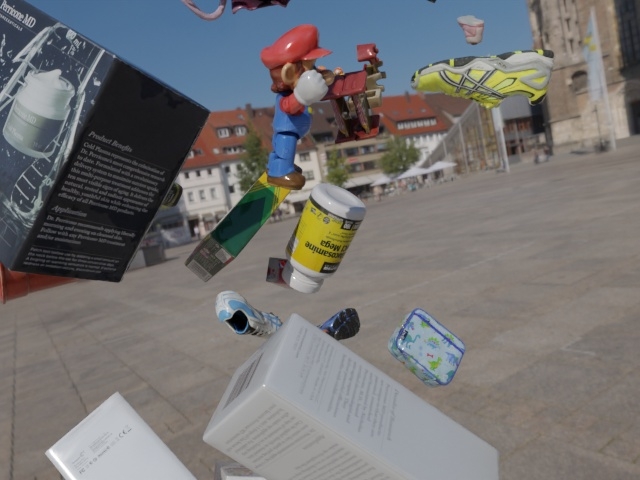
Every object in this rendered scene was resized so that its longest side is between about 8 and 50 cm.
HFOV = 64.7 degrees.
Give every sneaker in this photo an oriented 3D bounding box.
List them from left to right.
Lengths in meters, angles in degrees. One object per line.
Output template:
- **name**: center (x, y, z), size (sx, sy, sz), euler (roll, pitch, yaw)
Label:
- **sneaker**: center (-0.168, 0.201, 1.217), size (0.085, 0.086, 0.237), euler (-23, -40, 23)
- **sneaker**: center (0.022, 0.249, 1.393), size (0.221, 0.083, 0.087), euler (-26, 10, -37)
- **sneaker**: center (0.424, -0.597, 1.439), size (0.050, 0.070, 0.134), euler (-12, 33, -2)
- **sneaker**: center (0.435, -0.436, 1.404), size (0.384, 0.147, 0.145), euler (4, 21, 30)

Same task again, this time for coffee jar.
- **coffee jar**: center (-0.563, -0.174, 1.757), size (0.079, 0.096, 0.184), euler (29, 6, 21)

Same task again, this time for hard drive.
- **hard drive**: center (-0.537, 0.622, 1.379), size (0.233, 0.353, 0.047), euler (-41, -18, -29)

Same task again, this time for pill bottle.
- **pill bottle**: center (0.000, 0.000, 1.642), size (0.187, 0.334, 0.188), euler (21, 24, -10)

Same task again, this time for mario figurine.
- **mario figurine**: center (-0.030, -0.268, 1.036), size (0.170, 0.321, 0.198), euler (-14, 32, -41)

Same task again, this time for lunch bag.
- **lunch bag**: center (0.331, 0.329, 1.572), size (0.176, 0.219, 0.090), euler (-48, -1, -31)

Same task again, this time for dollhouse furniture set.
- **dollhouse furniture set**: center (0.119, -0.533, 1.744), size (0.152, 0.201, 0.374), euler (-5, 49, 20)

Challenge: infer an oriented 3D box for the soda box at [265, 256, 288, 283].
- **soda box**: center (-0.123, 0.129, 1.895), size (0.083, 0.092, 0.263), euler (5, -9, 13)

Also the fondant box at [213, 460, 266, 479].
- **fondant box**: center (-0.203, 0.769, 1.594), size (0.238, 0.096, 0.330), euler (9, -19, -15)

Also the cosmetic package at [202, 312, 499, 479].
- **cosmetic package**: center (0.060, 0.350, 0.866), size (0.230, 0.453, 0.162), euler (-46, 12, 38)

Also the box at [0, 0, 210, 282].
- **box**: center (-0.594, -0.230, 1.175), size (0.479, 0.472, 0.297), euler (33, 6, 27)

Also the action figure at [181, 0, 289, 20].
- **action figure**: center (-0.160, -0.680, 1.235), size (0.275, 0.248, 0.370), euler (-26, 41, 27)

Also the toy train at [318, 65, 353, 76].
- **toy train**: center (0.048, -0.575, 1.756), size (0.166, 0.046, 0.125), euler (0, 27, -5)

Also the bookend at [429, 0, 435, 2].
- **bookend**: center (0.218, -0.510, 0.939), size (0.072, 0.156, 0.157), euler (35, 8, 22)

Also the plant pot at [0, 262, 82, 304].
- **plant pot**: center (-0.859, 0.039, 1.577), size (0.264, 0.273, 0.272), euler (-10, 3, -35)

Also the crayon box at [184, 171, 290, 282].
- **crayon box**: center (-0.257, -0.046, 1.587), size (0.313, 0.106, 0.363), euler (-52, 10, -28)
